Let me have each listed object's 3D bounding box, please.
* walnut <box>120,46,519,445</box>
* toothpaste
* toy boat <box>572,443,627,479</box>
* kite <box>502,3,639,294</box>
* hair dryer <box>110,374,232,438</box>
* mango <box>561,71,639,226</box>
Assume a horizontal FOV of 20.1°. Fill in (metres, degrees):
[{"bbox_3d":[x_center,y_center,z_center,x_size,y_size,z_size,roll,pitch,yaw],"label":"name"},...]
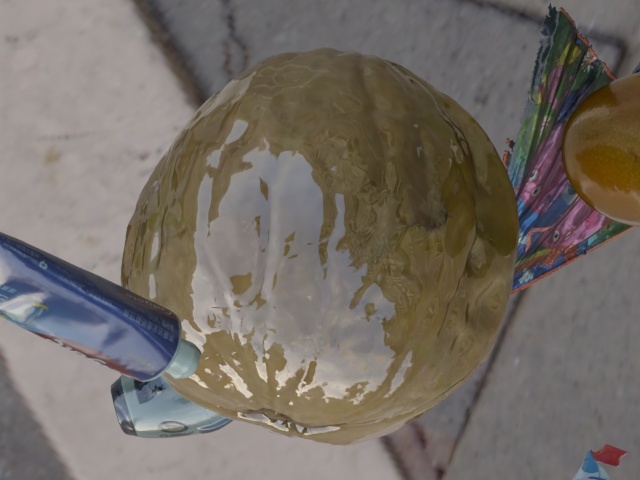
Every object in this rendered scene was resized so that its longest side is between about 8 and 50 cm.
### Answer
[{"bbox_3d":[0.000,0.000,1.006,0.228,0.228,0.228,5,113,12],"label":"walnut"},{"bbox_3d":[-0.060,0.015,0.425,0.027,0.019,0.083,-17,146,38],"label":"toothpaste"},{"bbox_3d":[0.192,0.221,1.369,0.149,0.105,0.034,-34,119,-13],"label":"toy boat"},{"bbox_3d":[0.174,-0.039,1.180,0.016,0.321,0.234,38,93,35],"label":"kite"},{"bbox_3d":[-0.063,0.088,1.582,0.229,0.092,0.267,-10,155,-17],"label":"hair dryer"},{"bbox_3d":[0.196,-0.048,1.005,0.102,0.184,0.085,-26,105,-5],"label":"mango"}]
